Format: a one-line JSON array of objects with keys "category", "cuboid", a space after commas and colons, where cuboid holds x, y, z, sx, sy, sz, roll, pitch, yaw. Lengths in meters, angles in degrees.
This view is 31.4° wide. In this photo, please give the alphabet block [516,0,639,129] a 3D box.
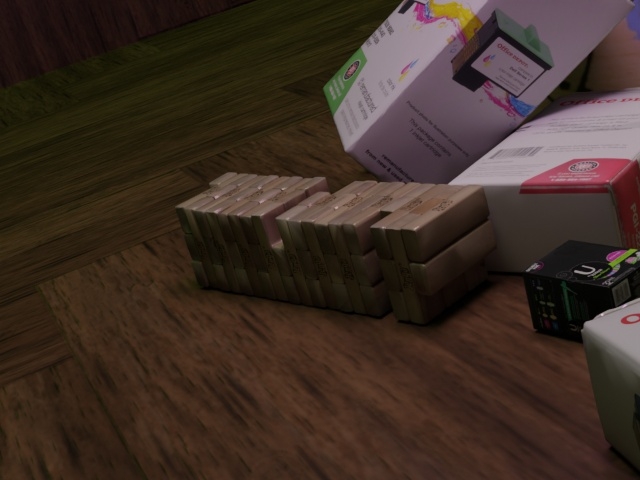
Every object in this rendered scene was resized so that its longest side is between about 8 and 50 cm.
[{"category": "alphabet block", "cuboid": [0.308, -0.249, 1.315, 0.197, 0.192, 0.193, -3, 22, 35]}]

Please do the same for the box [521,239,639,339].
[{"category": "box", "cuboid": [0.202, 0.038, 0.843, 0.062, 0.052, 0.083, -28, 22, -31]}]

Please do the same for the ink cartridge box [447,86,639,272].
[{"category": "ink cartridge box", "cuboid": [0.239, -0.057, 1.005, 0.158, 0.092, 0.218, 2, 29, 41]}]

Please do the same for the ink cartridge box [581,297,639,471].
[{"category": "ink cartridge box", "cuboid": [0.260, 0.090, 0.607, 0.154, 0.093, 0.212, -19, 22, -10]}]

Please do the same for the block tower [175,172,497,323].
[{"category": "block tower", "cuboid": [0.000, 0.000, 1.044, 0.097, 0.091, 0.335, -31, 24, -35]}]

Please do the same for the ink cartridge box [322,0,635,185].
[{"category": "ink cartridge box", "cuboid": [0.144, -0.187, 1.122, 0.278, 0.117, 0.201, -46, 21, 14]}]
